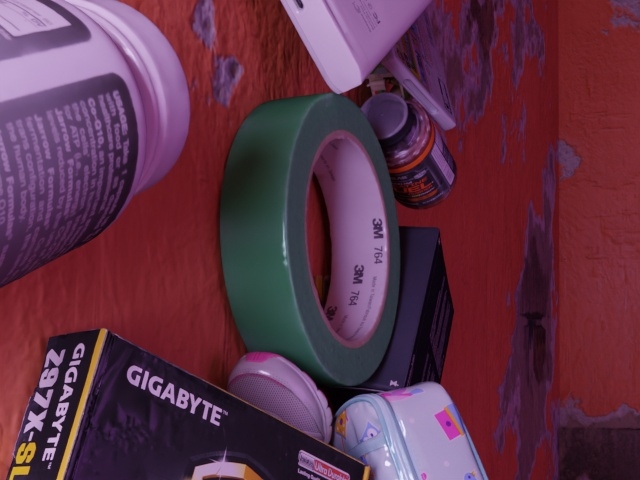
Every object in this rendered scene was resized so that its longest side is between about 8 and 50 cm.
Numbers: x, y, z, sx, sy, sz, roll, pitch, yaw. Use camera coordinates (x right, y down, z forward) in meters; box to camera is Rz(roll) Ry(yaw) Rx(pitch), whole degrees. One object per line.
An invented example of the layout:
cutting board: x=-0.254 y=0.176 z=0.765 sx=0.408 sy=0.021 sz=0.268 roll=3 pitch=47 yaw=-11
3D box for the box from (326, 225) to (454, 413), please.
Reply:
box: x=0.099 y=0.136 z=1.304 sx=0.184 sy=0.103 sz=0.261 roll=76 pitch=25 yaw=-47

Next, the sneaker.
sneaker: x=-0.047 y=0.233 z=0.964 sx=0.111 sy=0.103 sz=0.252 roll=-38 pitch=123 yaw=-64

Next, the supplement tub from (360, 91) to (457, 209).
supplement tub: x=0.115 y=-0.125 z=1.366 sx=0.198 sy=0.106 sz=0.106 roll=44 pitch=49 yaw=-58

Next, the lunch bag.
lunch bag: x=0.066 y=0.272 z=1.028 sx=0.108 sy=0.279 sz=0.224 roll=-12 pitch=70 yaw=-27

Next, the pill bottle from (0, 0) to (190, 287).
pill bottle: x=-0.197 y=-0.052 z=0.546 sx=0.283 sy=0.161 sz=0.161 roll=-39 pitch=124 yaw=-62

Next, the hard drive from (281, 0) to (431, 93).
hard drive: x=0.032 y=-0.340 z=1.173 sx=0.233 sy=0.047 sz=0.353 roll=60 pitch=32 yaw=-17

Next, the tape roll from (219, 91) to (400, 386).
tape roll: x=0.000 y=0.000 z=1.104 sx=0.321 sy=0.077 sz=0.321 roll=-3 pitch=90 yaw=-65

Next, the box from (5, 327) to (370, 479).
box: x=-0.100 y=0.247 z=0.762 sx=0.322 sy=0.079 sz=0.257 roll=37 pitch=55 yaw=-40

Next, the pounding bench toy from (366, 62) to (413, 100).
pounding bench toy: x=0.092 y=-0.205 z=1.381 sx=0.083 sy=0.052 sz=0.065 roll=-59 pitch=141 yaw=-52

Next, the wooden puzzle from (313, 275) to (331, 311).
wooden puzzle: x=0.016 y=0.087 z=1.236 sx=0.116 sy=0.014 sz=0.078 roll=32 pitch=60 yaw=-64

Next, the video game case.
video game case: x=0.118 y=-0.280 z=1.373 sx=0.193 sy=0.023 sz=0.212 roll=35 pitch=39 yaw=-51
